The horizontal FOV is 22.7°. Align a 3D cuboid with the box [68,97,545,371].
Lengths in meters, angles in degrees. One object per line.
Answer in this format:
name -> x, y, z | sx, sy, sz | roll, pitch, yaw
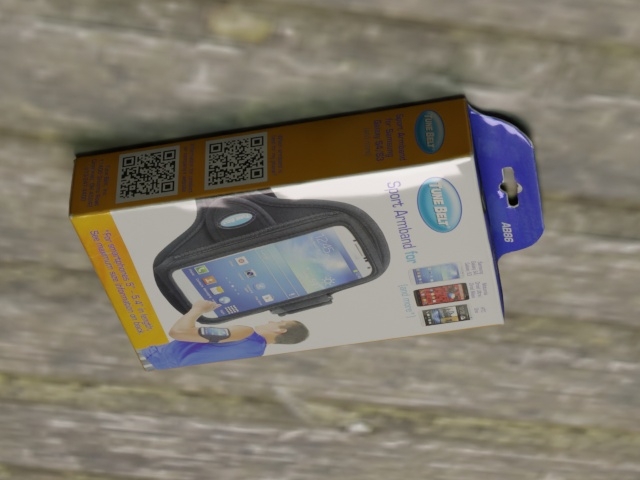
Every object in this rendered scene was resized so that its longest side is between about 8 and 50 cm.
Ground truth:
box -> 0.000, 0.000, 0.490 | 0.136, 0.028, 0.081 | -7, 139, 10
